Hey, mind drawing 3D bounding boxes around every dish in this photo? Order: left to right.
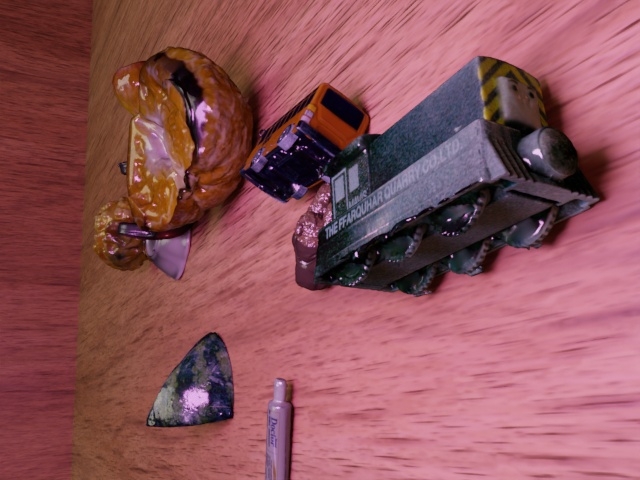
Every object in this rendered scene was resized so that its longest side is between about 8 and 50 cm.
[{"bbox_3d":[-0.406,-0.008,1.594,0.229,0.081,0.229,-19,69,59],"label":"dish"}]

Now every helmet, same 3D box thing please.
[{"bbox_3d":[-0.379,-0.094,1.443,0.216,0.193,0.189,-177,90,-65],"label":"helmet"}]

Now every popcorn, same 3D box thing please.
[{"bbox_3d":[-0.545,-0.017,1.750,0.169,0.189,0.218,-115,34,-53],"label":"popcorn"}]

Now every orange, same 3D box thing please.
[{"bbox_3d":[-0.252,-0.196,1.211,0.271,0.210,0.368,50,132,25],"label":"orange"}]

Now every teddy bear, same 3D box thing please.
[{"bbox_3d":[-0.007,-0.003,0.883,0.119,0.078,0.160,35,115,53],"label":"teddy bear"}]

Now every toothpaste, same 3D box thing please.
[{"bbox_3d":[-0.070,0.346,0.978,0.067,0.037,0.255,5,93,55],"label":"toothpaste"}]

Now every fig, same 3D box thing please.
[{"bbox_3d":[-0.536,-0.410,1.865,0.159,0.159,0.257,28,127,59],"label":"fig"}]

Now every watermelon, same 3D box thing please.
[{"bbox_3d":[-0.267,0.290,1.264,0.202,0.136,0.207,-34,41,47],"label":"watermelon"}]

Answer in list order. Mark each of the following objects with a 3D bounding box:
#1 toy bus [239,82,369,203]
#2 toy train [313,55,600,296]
[{"bbox_3d":[-0.028,-0.138,0.903,0.201,0.098,0.114,-22,38,58],"label":"toy bus"},{"bbox_3d":[0.109,-0.053,0.633,0.330,0.138,0.178,-34,52,53],"label":"toy train"}]
